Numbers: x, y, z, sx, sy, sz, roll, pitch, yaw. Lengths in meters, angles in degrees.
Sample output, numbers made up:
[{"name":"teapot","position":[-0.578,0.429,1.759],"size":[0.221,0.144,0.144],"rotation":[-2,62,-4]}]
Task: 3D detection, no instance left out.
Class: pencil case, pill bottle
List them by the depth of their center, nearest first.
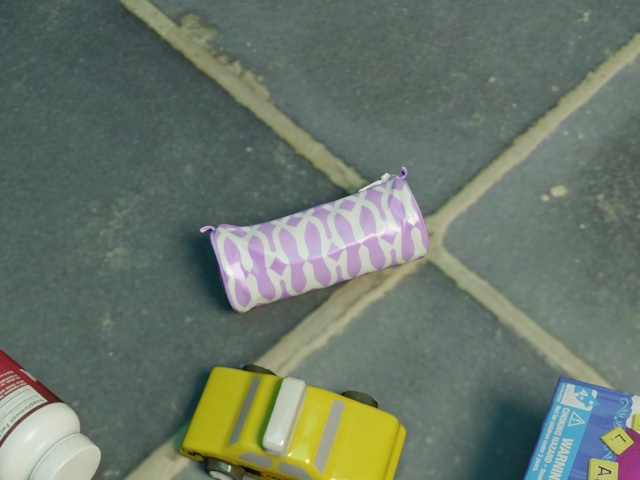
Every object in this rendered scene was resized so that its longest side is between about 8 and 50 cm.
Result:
[{"name":"pill bottle","position":[-0.265,0.159,0.870],"size":[0.152,0.086,0.086],"rotation":[34,68,21]},{"name":"pencil case","position":[0.000,0.000,0.933],"size":[0.206,0.086,0.088],"rotation":[-18,94,-6]}]

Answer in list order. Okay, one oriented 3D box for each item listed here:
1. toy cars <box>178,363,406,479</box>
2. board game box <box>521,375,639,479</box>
[{"name":"toy cars","position":[0.026,0.233,0.797],"size":[0.176,0.087,0.394],"rotation":[-30,62,-11]},{"name":"board game box","position":[0.259,0.271,0.648],"size":[0.318,0.066,0.319],"rotation":[11,59,29]}]
